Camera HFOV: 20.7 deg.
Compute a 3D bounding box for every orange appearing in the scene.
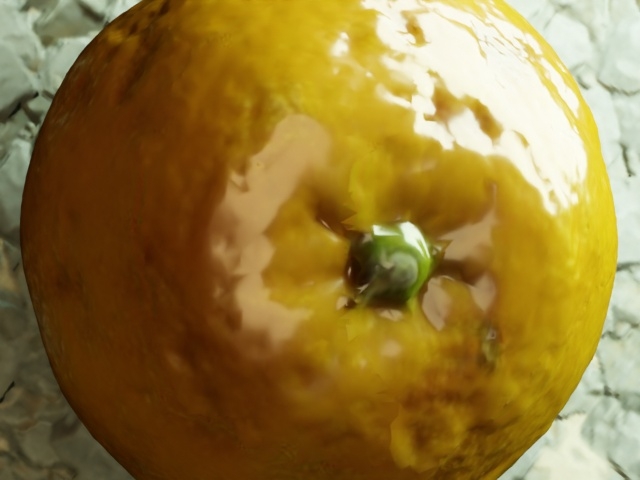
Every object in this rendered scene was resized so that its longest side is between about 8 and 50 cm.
[{"bbox_3d":[0.000,0.000,0.762,0.261,0.261,0.261,-1,93,-10],"label":"orange"}]
